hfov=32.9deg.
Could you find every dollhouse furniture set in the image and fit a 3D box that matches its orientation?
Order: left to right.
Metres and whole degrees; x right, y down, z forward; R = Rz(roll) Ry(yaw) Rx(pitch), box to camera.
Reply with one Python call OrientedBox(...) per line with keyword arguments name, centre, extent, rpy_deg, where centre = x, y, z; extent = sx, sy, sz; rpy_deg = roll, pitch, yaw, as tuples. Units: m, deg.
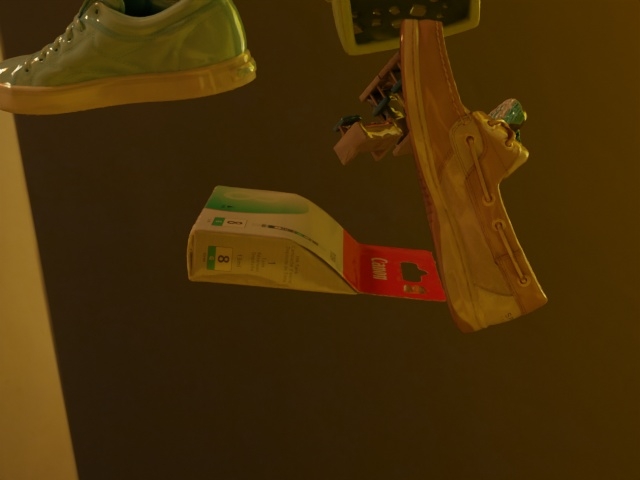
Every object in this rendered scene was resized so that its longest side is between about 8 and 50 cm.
OrientedBox(name="dollhouse furniture set", centre=(0.106, -0.221, 1.771), extent=(0.183, 0.129, 0.129), rpy_deg=(-13, -114, -41))

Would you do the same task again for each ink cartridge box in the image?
OrientedBox(name="ink cartridge box", centre=(0.000, 0.000, 1.003), extent=(0.224, 0.056, 0.181), rpy_deg=(3, -166, 0))

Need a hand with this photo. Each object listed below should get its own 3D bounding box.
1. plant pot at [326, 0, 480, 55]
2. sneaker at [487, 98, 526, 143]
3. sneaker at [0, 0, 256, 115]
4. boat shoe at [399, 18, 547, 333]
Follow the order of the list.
OrientedBox(name="plant pot", centre=(0.108, -0.452, 1.700), extent=(0.227, 0.228, 0.207), rpy_deg=(-14, -141, -9))
OrientedBox(name="sneaker", centre=(0.251, -0.139, 1.478), extent=(0.076, 0.166, 0.065), rpy_deg=(40, -104, -4))
OrientedBox(name="sneaker", centre=(-0.253, -0.243, 1.303), extent=(0.366, 0.150, 0.135), rpy_deg=(-4, -160, 20))
OrientedBox(name="boat shoe", centre=(0.082, -0.038, 0.575), extent=(0.059, 0.170, 0.063), rpy_deg=(-13, -173, 9))
